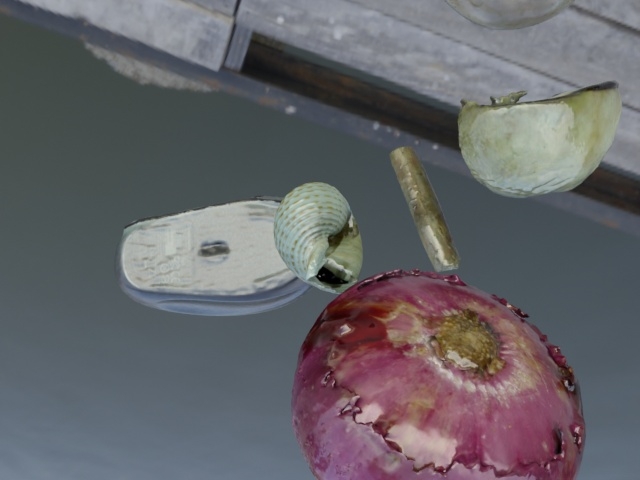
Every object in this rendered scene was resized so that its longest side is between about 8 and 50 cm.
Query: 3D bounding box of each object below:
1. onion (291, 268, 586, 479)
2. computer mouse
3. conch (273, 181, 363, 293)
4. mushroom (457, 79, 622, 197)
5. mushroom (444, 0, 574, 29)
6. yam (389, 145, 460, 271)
[{"bbox_3d":[0.137,0.223,1.012,0.359,0.358,0.344,5,110,9],"label":"onion"},{"bbox_3d":[-0.168,0.026,1.449,0.374,0.203,0.114,-3,167,8],"label":"computer mouse"},{"bbox_3d":[-0.004,-0.001,1.127,0.135,0.153,0.102,27,154,-35],"label":"conch"},{"bbox_3d":[0.348,-0.151,1.283,0.190,0.267,0.163,2,102,41],"label":"mushroom"},{"bbox_3d":[0.264,-0.399,1.103,0.244,0.243,0.243,8,141,6],"label":"mushroom"},{"bbox_3d":[0.226,-0.072,1.830,0.071,0.317,0.067,-13,154,-13],"label":"yam"}]
